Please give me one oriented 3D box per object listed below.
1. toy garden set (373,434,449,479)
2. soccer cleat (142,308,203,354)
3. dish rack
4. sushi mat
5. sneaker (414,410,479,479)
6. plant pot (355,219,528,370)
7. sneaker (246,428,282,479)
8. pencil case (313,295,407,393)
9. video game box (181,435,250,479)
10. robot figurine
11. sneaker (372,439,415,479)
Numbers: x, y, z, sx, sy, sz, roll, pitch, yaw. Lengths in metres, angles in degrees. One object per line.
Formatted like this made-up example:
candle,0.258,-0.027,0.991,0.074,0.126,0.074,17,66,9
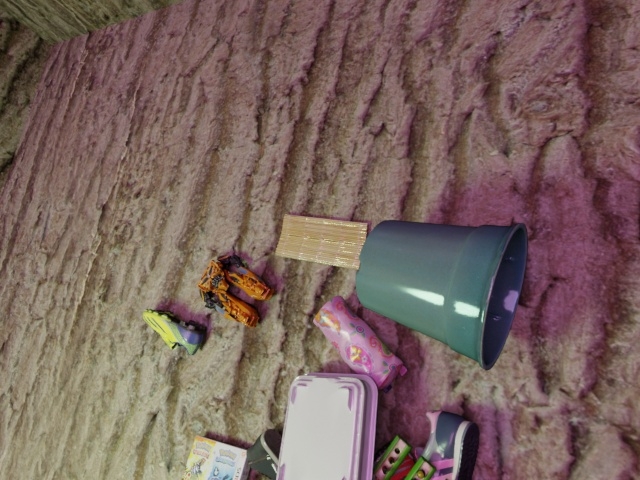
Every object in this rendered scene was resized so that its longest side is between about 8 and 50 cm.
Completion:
toy garden set,0.209,0.607,0.898,0.244,0.049,0.203,35,91,28
soccer cleat,-0.540,0.323,1.436,0.289,0.093,0.121,13,87,28
dish rack,0.001,0.503,1.023,0.286,0.072,0.332,-13,57,39
sushi mat,0.000,0.000,1.327,0.317,0.019,0.151,8,76,26
sneaker,0.284,0.577,0.981,0.131,0.112,0.318,11,78,48
plant pot,0.291,0.098,1.006,0.334,0.341,0.340,13,80,36
sneaker,-0.116,0.660,1.152,0.222,0.083,0.118,50,120,19
pencil case,0.106,0.289,1.135,0.124,0.124,0.284,-48,62,4
video game box,-0.318,0.711,1.214,0.205,0.048,0.187,1,59,25
robot figurine,-0.304,0.164,1.379,0.291,0.085,0.211,25,85,29
sneaker,0.131,0.638,0.999,0.279,0.107,0.118,-45,69,-9
